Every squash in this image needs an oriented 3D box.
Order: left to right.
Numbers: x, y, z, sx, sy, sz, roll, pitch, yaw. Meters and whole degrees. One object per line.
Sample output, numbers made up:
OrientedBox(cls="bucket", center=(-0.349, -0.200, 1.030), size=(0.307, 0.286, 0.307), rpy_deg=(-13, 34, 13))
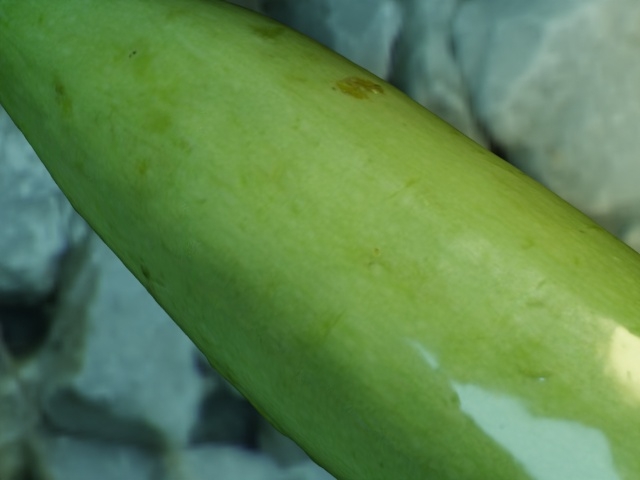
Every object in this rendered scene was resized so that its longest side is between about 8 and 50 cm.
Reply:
OrientedBox(cls="squash", center=(0.003, 0.003, 0.463), size=(0.371, 0.118, 0.118), rpy_deg=(37, 103, 23))
